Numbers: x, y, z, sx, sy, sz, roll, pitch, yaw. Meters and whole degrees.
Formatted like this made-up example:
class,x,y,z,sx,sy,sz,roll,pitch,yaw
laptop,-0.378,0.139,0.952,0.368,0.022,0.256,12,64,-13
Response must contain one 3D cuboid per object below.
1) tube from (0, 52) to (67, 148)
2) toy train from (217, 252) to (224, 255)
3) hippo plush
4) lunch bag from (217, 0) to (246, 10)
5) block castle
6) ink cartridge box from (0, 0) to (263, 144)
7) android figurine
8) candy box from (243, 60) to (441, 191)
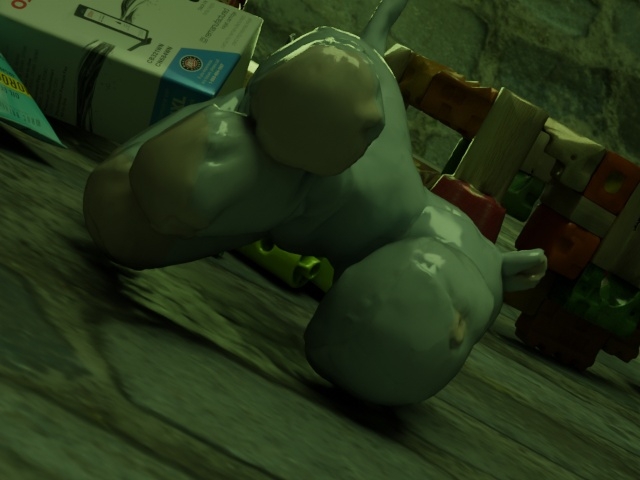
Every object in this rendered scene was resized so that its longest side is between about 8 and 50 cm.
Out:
class,x,y,z,sx,sy,sz,roll,pitch,yaw
tube,-0.269,-0.134,1.116,0.080,0.052,0.207,20,19,-46
toy train,-0.106,-0.012,1.087,0.083,0.017,0.024,29,19,-6
hippo plush,0.000,-0.002,0.948,0.237,0.234,0.294,58,21,-10
lunch bag,-0.227,-0.261,1.584,0.258,0.120,0.293,22,-9,-11
block castle,0.237,-0.010,1.566,0.453,0.213,0.303,26,6,-34
ink cartridge box,-0.172,-0.163,1.236,0.203,0.086,0.148,22,39,1
android figurine,0.000,0.000,1.225,0.273,0.056,0.248,34,10,24
candy box,-0.015,-0.130,1.797,0.316,0.088,0.183,31,9,12
